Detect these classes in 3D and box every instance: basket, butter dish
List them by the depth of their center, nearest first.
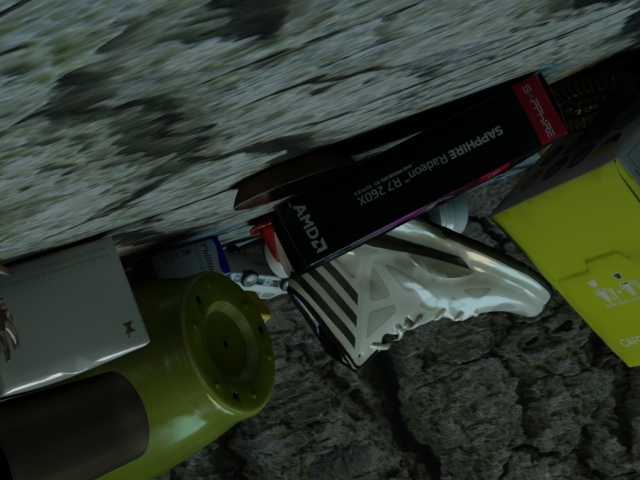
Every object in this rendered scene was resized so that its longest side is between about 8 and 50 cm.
[{"bbox_3d":[-0.354,0.266,1.682,0.227,0.154,0.204,-18,180,-39],"label":"basket"},{"bbox_3d":[-0.032,0.000,2.207,0.160,0.118,0.160,-21,177,-2],"label":"butter dish"}]

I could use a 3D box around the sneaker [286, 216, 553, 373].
[{"bbox_3d":[0.138,0.094,1.961,0.448,0.257,0.169,22,-177,-25],"label":"sneaker"}]

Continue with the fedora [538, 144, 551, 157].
[{"bbox_3d":[0.418,-0.187,2.198,0.194,0.079,0.194,-20,176,-1],"label":"fedora"}]

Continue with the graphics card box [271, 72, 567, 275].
[{"bbox_3d":[0.118,-0.078,1.641,0.371,0.094,0.233,-26,178,-6],"label":"graphics card box"}]

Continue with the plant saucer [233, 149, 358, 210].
[{"bbox_3d":[-0.035,-0.079,1.606,0.168,0.029,0.168,-19,177,-1],"label":"plant saucer"}]

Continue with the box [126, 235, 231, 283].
[{"bbox_3d":[-0.248,0.055,2.210,0.137,0.072,0.126,-18,176,-31],"label":"box"}]

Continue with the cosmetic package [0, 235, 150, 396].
[{"bbox_3d":[-0.378,0.120,1.704,0.197,0.155,0.365,-18,176,-24],"label":"cosmetic package"}]

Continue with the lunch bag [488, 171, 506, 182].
[{"bbox_3d":[0.276,-0.138,2.087,0.053,0.083,0.071,-20,178,-8],"label":"lunch bag"}]

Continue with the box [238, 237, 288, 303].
[{"bbox_3d":[0.030,0.009,2.650,0.381,0.143,0.191,-20,177,30],"label":"box"}]

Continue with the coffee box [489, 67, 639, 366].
[{"bbox_3d":[0.530,-0.055,1.880,0.334,0.338,0.338,-46,-173,-25],"label":"coffee box"}]

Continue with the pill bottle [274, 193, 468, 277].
[{"bbox_3d":[0.090,-0.024,2.087,0.302,0.169,0.169,-19,177,-30],"label":"pill bottle"}]

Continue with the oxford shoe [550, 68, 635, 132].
[{"bbox_3d":[0.352,-0.195,1.800,0.227,0.082,0.096,-22,-165,44],"label":"oxford shoe"}]

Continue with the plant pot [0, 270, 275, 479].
[{"bbox_3d":[-0.278,0.213,2.034,0.353,0.366,0.366,-22,176,29],"label":"plant pot"}]

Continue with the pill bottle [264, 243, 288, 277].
[{"bbox_3d":[0.000,0.000,2.441,0.208,0.117,0.118,-22,177,31],"label":"pill bottle"}]

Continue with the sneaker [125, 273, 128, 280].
[{"bbox_3d":[-0.340,0.086,2.311,0.065,0.061,0.158,-14,178,16],"label":"sneaker"}]

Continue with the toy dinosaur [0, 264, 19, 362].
[{"bbox_3d":[-0.436,0.104,1.445,0.200,0.127,0.296,-27,-176,-16],"label":"toy dinosaur"}]

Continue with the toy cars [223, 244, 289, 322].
[{"bbox_3d":[-0.162,0.107,2.437,0.087,0.176,0.394,-62,172,24],"label":"toy cars"}]
